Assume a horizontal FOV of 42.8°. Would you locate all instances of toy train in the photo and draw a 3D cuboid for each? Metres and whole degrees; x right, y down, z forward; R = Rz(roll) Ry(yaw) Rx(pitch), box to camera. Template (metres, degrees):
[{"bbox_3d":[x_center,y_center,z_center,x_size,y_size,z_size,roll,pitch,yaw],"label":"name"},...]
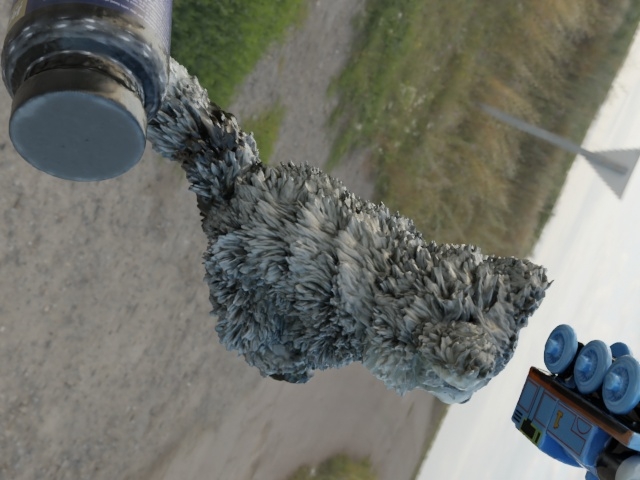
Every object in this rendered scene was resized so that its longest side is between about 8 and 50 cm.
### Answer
[{"bbox_3d":[0.217,0.132,0.619,0.184,0.080,0.105,-142,-110,-78],"label":"toy train"}]

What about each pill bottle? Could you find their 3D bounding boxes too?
[{"bbox_3d":[-0.177,-0.158,0.633,0.123,0.123,0.219,97,-10,-53],"label":"pill bottle"}]

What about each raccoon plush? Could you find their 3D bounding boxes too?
[{"bbox_3d":[0.000,0.000,0.780,0.299,0.446,0.216,-8,-132,53],"label":"raccoon plush"}]
